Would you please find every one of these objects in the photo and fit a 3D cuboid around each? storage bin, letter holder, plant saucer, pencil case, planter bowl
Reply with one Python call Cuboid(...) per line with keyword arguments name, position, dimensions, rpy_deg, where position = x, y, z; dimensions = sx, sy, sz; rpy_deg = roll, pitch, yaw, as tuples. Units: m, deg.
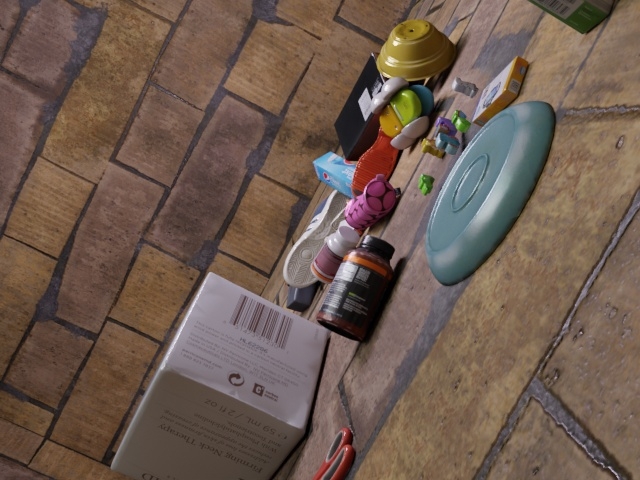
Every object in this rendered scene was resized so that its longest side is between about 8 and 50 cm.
Cuboid(name="storage bin", position=(-0.066, 0.162, 2.187), dimensions=(0.135, 0.098, 0.091), rpy_deg=(133, 152, -64))
Cuboid(name="letter holder", position=(0.206, -0.383, 2.093), dimensions=(0.302, 0.214, 0.152), rpy_deg=(122, 140, -49))
Cuboid(name="plant saucer", position=(0.245, -0.081, 1.091), dimensions=(0.317, 0.044, 0.317), rpy_deg=(-61, 9, 16))
Cuboid(name="pencil case", position=(0.123, -0.092, 1.771), dimensions=(0.209, 0.095, 0.098), rpy_deg=(142, 123, -72))
Cuboid(name="planter bowl", position=(0.250, -0.528, 1.892), dimensions=(0.090, 0.217, 0.217), rpy_deg=(71, -149, -45))

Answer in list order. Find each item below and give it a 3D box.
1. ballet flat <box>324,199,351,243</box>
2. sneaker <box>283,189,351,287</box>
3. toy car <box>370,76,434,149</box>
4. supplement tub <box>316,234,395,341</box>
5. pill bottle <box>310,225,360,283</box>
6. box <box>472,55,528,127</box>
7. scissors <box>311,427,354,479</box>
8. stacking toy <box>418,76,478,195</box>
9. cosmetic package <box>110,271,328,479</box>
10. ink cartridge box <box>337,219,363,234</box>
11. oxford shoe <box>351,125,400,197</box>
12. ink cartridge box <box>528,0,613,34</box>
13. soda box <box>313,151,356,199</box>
Cuboid(name="ballet flat", position=(0.052, -0.014, 2.033), dimensions=(0.232, 0.073, 0.080), rpy_deg=(-62, 7, 9))
Cuboid(name="sneaker", position=(0.000, 0.000, 2.163), dimensions=(0.350, 0.131, 0.148), rpy_deg=(-55, 7, -15))
Cuboid(name="toy car", position=(0.227, -0.334, 1.811), dimensions=(0.136, 0.159, 0.182), rpy_deg=(-27, -6, -20))
Cuboid(name="supplement tub", position=(0.077, 0.091, 1.387), dimensions=(0.198, 0.106, 0.106), rpy_deg=(-64, 7, -13))
Cuboid(name="pill bottle", position=(0.042, 0.037, 1.880), dimensions=(0.152, 0.086, 0.086), rpy_deg=(-58, 9, 34))
Cuboid(name="box", position=(0.319, -0.262, 1.273), dimensions=(0.081, 0.028, 0.136), rpy_deg=(-66, 6, -23))
Cuboid(name="scissors", position=(-0.021, 0.431, 1.179), dimensions=(0.297, 0.021, 0.109), rpy_deg=(-58, 11, 23))
Cuboid(name="stacking toy", position=(0.252, -0.204, 1.390), dimensions=(0.221, 0.052, 0.167), rpy_deg=(-74, 6, -55))
Cuboid(name="cosmetic package", position=(-0.227, 0.363, 1.635), dimensions=(0.393, 0.329, 0.327), rpy_deg=(-59, 9, 35))
Cuboid(name="ink cartridge box", position=(0.099, -0.040, 1.931), dimensions=(0.115, 0.029, 0.063), rpy_deg=(-22, 32, 34))
Cuboid(name="oxford shoe", position=(0.174, -0.228, 1.972), dimensions=(0.271, 0.097, 0.098), rpy_deg=(-59, -13, -4))
Cuboid(name="ink cartridge box", position=(0.388, -0.421, 1.037), dimensions=(0.209, 0.109, 0.062), rpy_deg=(-65, 8, -19))
Cuboid(name="soda box", position=(0.067, -0.194, 2.110), dimensions=(0.071, 0.067, 0.210), rpy_deg=(-33, 38, -18))
